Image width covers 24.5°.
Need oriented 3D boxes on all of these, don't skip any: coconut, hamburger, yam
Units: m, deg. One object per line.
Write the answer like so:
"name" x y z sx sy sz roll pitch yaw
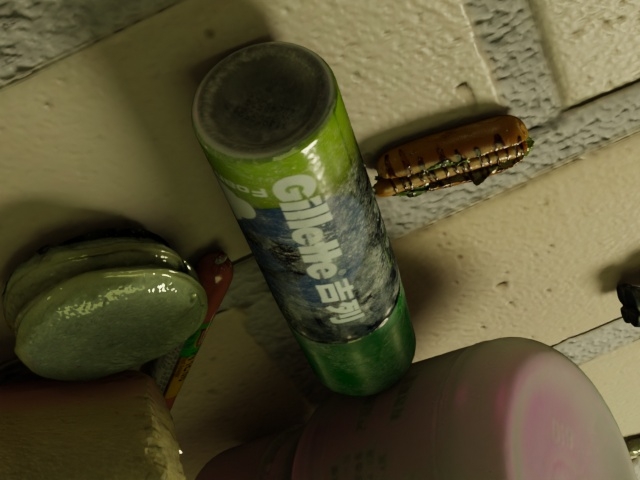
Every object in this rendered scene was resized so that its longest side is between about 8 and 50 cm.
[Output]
"coconut" -0.226 0.214 1.078 0.245 0.233 0.233 -9 144 -18
"hamburger" -0.152 0.045 1.028 0.140 0.062 0.133 -23 150 -1
"yam" 0.373 0.211 1.568 0.116 0.021 0.021 -10 145 -16

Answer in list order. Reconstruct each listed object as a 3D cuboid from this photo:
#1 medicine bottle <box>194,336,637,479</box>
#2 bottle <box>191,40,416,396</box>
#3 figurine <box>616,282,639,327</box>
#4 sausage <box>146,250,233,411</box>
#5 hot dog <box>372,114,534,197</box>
"medicine bottle" 0.071 0.235 1.201 0.325 0.256 0.256 -23 150 33
"bottle" 0.000 0.000 1.016 0.093 0.093 0.330 -21 146 1
"figurine" 0.332 0.052 1.281 0.136 0.079 0.077 -22 -172 -6
"sausage" -0.107 0.080 1.127 0.029 0.029 0.223 -1 142 -26
"hot dog" 0.094 -0.055 1.039 0.122 0.037 0.049 -19 143 -6
